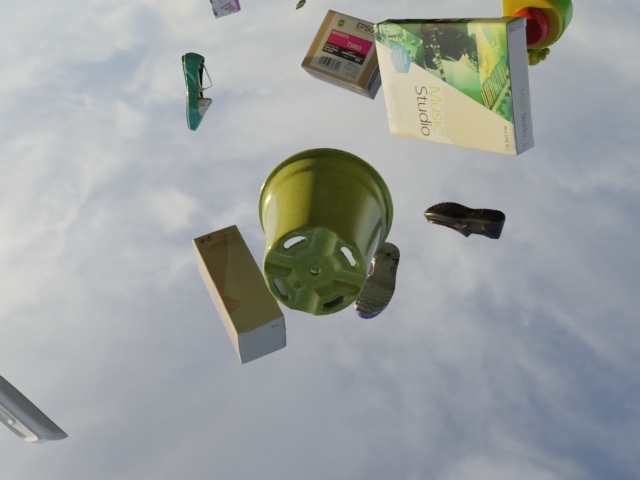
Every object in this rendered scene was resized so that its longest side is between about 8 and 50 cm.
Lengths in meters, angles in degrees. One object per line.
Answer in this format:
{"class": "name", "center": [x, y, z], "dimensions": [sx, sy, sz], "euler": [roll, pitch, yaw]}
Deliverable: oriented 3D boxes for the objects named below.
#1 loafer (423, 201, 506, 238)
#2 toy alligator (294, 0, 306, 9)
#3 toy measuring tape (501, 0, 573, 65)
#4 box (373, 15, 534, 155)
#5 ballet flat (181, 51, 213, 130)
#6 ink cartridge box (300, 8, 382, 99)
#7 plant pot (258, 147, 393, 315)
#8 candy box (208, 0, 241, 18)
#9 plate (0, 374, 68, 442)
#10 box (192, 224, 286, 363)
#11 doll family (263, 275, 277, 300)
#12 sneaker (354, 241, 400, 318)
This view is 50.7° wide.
{"class": "loafer", "center": [0.359, -0.041, 1.710], "dimensions": [0.220, 0.078, 0.080], "euler": [13, -146, 38]}
{"class": "toy alligator", "center": [0.012, -0.535, 1.354], "dimensions": [0.189, 0.051, 0.056], "euler": [-25, -175, 28]}
{"class": "toy measuring tape", "center": [0.377, -0.450, 1.174], "dimensions": [0.121, 0.330, 0.121], "euler": [-10, -137, 9]}
{"class": "box", "center": [0.240, -0.292, 1.254], "dimensions": [0.058, 0.232, 0.322], "euler": [-30, -150, -31]}
{"class": "ballet flat", "center": [-0.386, -0.469, 2.142], "dimensions": [0.087, 0.247, 0.083], "euler": [1, -163, 9]}
{"class": "ink cartridge box", "center": [0.088, -0.539, 1.955], "dimensions": [0.234, 0.193, 0.088], "euler": [27, -178, 28]}
{"class": "plant pot", "center": [0.000, 0.000, 1.265], "dimensions": [0.276, 0.276, 0.254], "euler": [0, -152, 5]}
{"class": "candy box", "center": [-0.257, -0.655, 1.556], "dimensions": [0.071, 0.233, 0.159], "euler": [-19, 179, -3]}
{"class": "plate", "center": [-0.736, 0.391, 1.589], "dimensions": [0.278, 0.277, 0.045], "euler": [-28, -160, 54]}
{"class": "box", "center": [-0.199, 0.128, 1.659], "dimensions": [0.121, 0.148, 0.311], "euler": [-20, -127, -16]}
{"class": "doll family", "center": [-0.157, 0.189, 1.765], "dimensions": [0.111, 0.076, 0.193], "euler": [-30, -130, 22]}
{"class": "sneaker", "center": [0.166, 0.147, 1.999], "dimensions": [0.102, 0.146, 0.293], "euler": [19, -136, 8]}
